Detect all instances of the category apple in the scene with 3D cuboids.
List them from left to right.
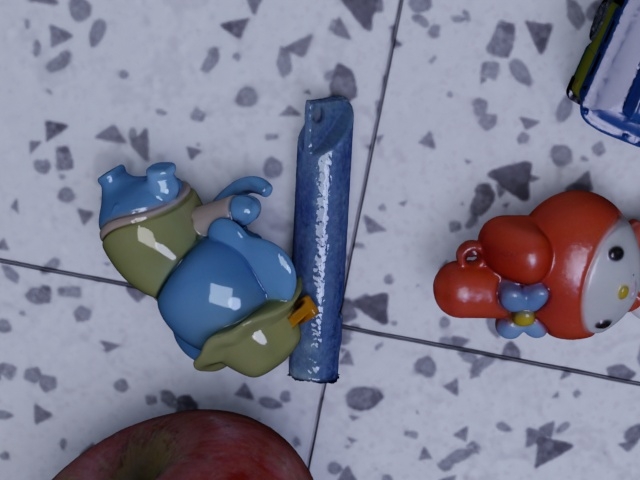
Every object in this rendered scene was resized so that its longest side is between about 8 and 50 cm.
[{"bbox_3d":[-0.149,0.342,1.625,0.345,0.344,0.269,-24,113,8],"label":"apple"}]

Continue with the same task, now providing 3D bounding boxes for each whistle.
[{"bbox_3d":[0.000,0.000,1.655,0.062,0.062,0.304,3,104,2],"label":"whistle"}]

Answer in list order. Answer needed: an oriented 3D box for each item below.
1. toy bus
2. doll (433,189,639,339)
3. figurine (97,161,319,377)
[{"bbox_3d":[0.357,-0.235,1.522,0.138,0.175,0.287,21,104,-4],"label":"toy bus"},{"bbox_3d":[0.260,0.027,1.615,0.291,0.130,0.161,-1,118,-12],"label":"doll"},{"bbox_3d":[-0.116,0.022,1.618,0.180,0.154,0.262,-28,98,13],"label":"figurine"}]
